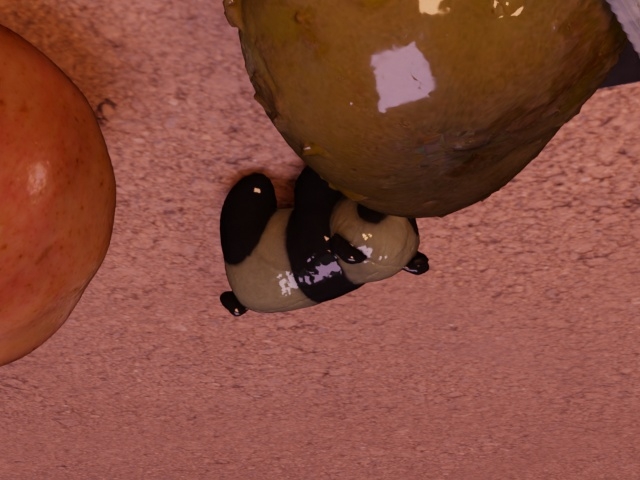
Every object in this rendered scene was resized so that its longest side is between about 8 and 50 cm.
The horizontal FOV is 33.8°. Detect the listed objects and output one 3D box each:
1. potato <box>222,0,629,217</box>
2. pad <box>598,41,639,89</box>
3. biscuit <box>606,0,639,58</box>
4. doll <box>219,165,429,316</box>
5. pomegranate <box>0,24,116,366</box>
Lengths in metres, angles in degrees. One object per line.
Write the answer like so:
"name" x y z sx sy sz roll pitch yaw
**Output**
"potato" 0.069 -0.134 0.737 0.270 0.219 0.359 -16 158 -12
"pad" 0.252 -0.165 0.896 0.193 0.004 0.116 -8 151 21
"biscuit" 0.270 -0.230 0.560 0.309 0.079 0.186 -47 140 9
"doll" -0.001 0.001 1.115 0.234 0.135 0.143 -15 150 25
"pomegranate" -0.340 -0.022 0.902 0.338 0.338 0.338 3 153 1
